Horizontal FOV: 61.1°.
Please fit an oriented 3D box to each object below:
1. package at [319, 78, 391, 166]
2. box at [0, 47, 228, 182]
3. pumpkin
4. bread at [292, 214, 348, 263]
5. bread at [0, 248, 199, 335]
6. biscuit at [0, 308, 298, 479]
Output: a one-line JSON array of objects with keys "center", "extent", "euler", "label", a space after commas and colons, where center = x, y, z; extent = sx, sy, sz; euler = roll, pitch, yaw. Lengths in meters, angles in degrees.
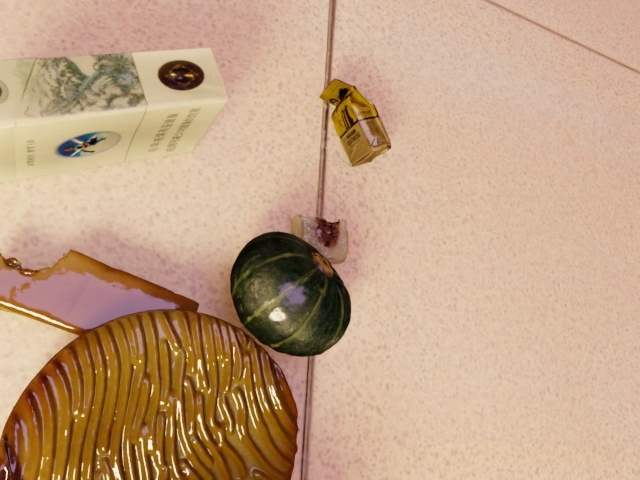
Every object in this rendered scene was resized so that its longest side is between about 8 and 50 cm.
[{"center": [0.053, -0.184, 0.841], "extent": [0.047, 0.071, 0.131], "euler": [-23, 84, -25], "label": "package"}, {"center": [-0.254, -0.141, 0.614], "extent": [0.257, 0.164, 0.069], "euler": [-16, 85, -30], "label": "box"}, {"center": [-0.037, 0.068, 0.674], "extent": [0.167, 0.167, 0.125], "euler": [44, 90, -9], "label": "pumpkin"}, {"center": [0.000, 0.000, 0.778], "extent": [0.084, 0.035, 0.070], "euler": [10, 72, -28], "label": "bread"}, {"center": [-0.259, 0.068, 0.614], "extent": [0.226, 0.049, 0.087], "euler": [27, 66, -18], "label": "bread"}, {"center": [-0.168, 0.232, 0.585], "extent": [0.318, 0.040, 0.317], "euler": [2, 86, -28], "label": "biscuit"}]
